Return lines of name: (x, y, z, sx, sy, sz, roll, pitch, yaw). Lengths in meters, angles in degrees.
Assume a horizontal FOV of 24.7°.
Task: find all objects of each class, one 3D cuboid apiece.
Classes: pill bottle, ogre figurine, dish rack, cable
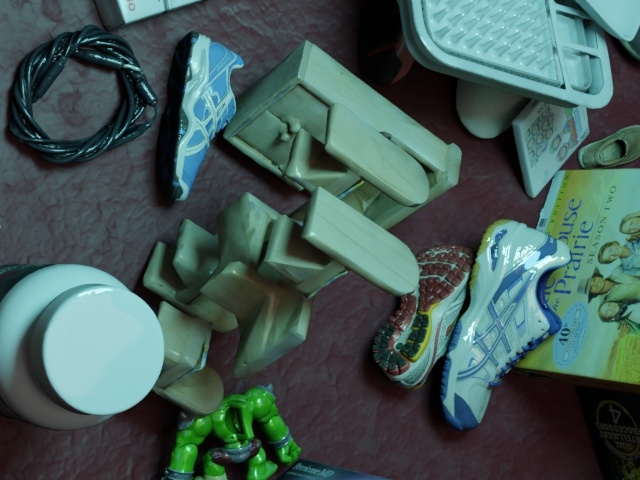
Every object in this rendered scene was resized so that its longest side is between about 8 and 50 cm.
pill bottle: (-0.292, 0.113, 1.580, 0.176, 0.318, 0.176, 1, 89, -31)
ogre figurine: (-0.110, 0.247, 1.812, 0.197, 0.097, 0.118, -8, 105, -18)
dish rack: (0.219, -0.307, 1.861, 0.333, 0.072, 0.285, 11, 63, -35)
cable: (-0.288, -0.173, 1.740, 0.184, 0.047, 0.150, -26, 102, -26)

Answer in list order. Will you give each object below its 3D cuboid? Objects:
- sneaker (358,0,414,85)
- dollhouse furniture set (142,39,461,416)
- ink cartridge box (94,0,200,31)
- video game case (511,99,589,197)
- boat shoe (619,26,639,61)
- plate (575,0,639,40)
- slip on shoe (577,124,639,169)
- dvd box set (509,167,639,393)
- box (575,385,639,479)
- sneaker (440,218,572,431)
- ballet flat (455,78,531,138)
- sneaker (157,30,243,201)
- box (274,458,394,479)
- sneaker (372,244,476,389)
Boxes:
sneaker: (0.159, -0.337, 1.955, 0.136, 0.116, 0.314, 27, 77, -28)
dollhouse furniture set: (0.000, 0.000, 1.739, 0.256, 0.362, 0.394, 34, 44, -23)
ink cartridge box: (-0.203, -0.330, 1.780, 0.150, 0.063, 0.109, -24, 101, -28)
video game case: (0.326, -0.158, 2.057, 0.143, 0.019, 0.157, -48, 145, -21)
boat shoe: (0.499, -0.434, 2.120, 0.132, 0.130, 0.355, -8, 99, -40)
plate: (0.339, -0.424, 1.935, 0.277, 0.045, 0.278, 40, 50, -14)
slip on shoe: (0.441, -0.137, 2.154, 0.135, 0.041, 0.051, -16, 97, -29)
dvd box set: (0.427, 0.049, 1.928, 0.062, 0.420, 0.307, 27, 78, -31)
box: (0.551, 0.334, 2.013, 0.097, 0.395, 0.318, -27, 103, -29)
sneaker: (0.250, 0.126, 1.960, 0.131, 0.112, 0.296, 17, 99, 15)
ballet flat: (0.314, -0.324, 2.034, 0.139, 0.139, 0.400, 36, 73, -24)
sneaker: (-0.147, -0.148, 1.800, 0.081, 0.080, 0.211, 14, 84, -25)
box: (-0.020, 0.426, 1.747, 0.294, 0.296, 0.182, -36, 106, -26)
sneaker: (0.145, 0.100, 1.974, 0.225, 0.088, 0.092, -57, 143, -23)
